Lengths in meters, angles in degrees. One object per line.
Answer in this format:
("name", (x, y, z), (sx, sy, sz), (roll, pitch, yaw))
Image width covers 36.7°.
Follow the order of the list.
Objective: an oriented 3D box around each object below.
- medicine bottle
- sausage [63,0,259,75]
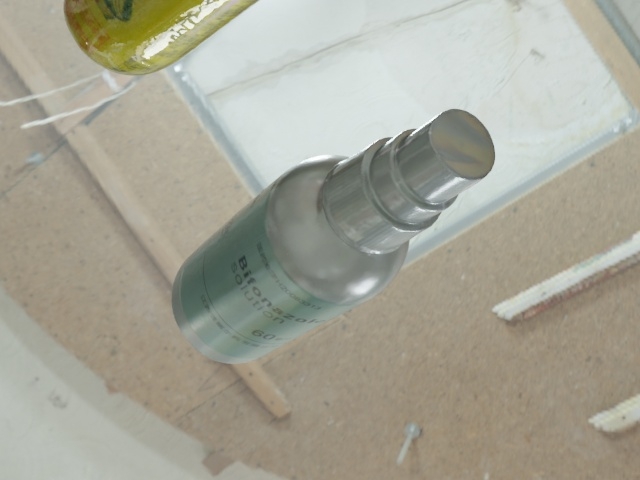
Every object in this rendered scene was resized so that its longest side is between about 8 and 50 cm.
("medicine bottle", (0.000, 0.000, 0.700), (0.110, 0.110, 0.352), (50, -34, -3))
("sausage", (-0.096, -0.245, 0.811), (0.347, 0.123, 0.123), (-28, -82, 35))
